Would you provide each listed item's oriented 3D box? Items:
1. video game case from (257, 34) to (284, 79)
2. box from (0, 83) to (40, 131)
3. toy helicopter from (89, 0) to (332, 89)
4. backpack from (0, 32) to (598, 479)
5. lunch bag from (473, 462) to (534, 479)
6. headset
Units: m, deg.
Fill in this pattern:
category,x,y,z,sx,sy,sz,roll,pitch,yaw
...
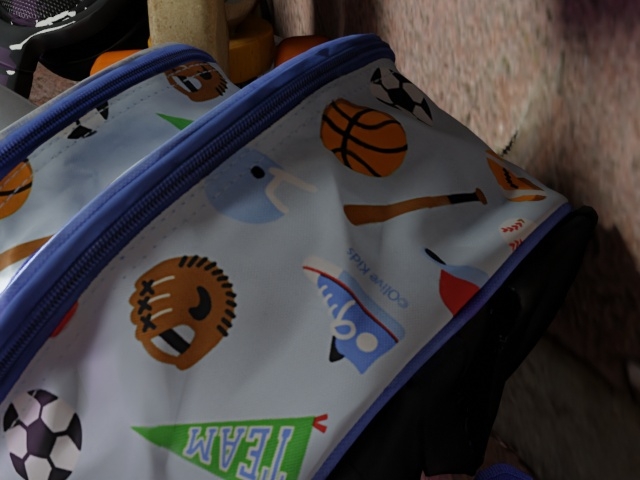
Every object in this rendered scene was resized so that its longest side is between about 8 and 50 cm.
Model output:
category,x,y,z,sx,sy,sz,roll,pitch,yaw
video game case,-0.062,-0.115,0.833,0.011,0.122,0.087,-16,74,34
box,-0.124,0.034,0.730,0.077,0.307,0.242,-59,-1,-23
toy helicopter,-0.067,-0.215,0.713,0.235,0.140,0.355,77,-169,-53
backpack,-0.037,0.047,0.440,0.213,0.276,0.263,42,140,0
lunch bag,0.074,0.154,0.322,0.129,0.096,0.151,-123,22,-66
headset,-0.157,-0.190,0.905,0.185,0.243,0.394,24,100,29
